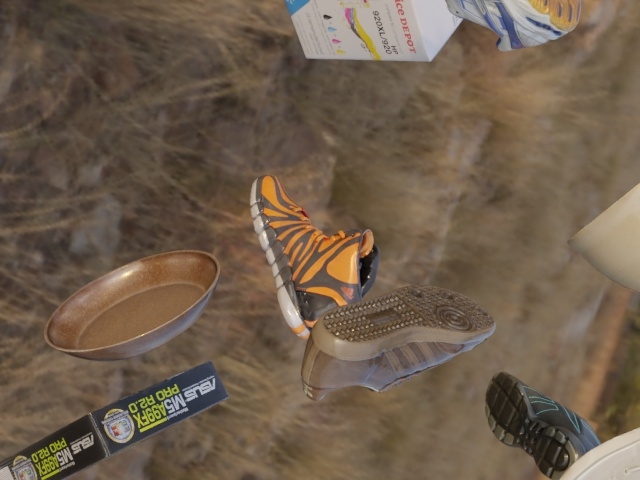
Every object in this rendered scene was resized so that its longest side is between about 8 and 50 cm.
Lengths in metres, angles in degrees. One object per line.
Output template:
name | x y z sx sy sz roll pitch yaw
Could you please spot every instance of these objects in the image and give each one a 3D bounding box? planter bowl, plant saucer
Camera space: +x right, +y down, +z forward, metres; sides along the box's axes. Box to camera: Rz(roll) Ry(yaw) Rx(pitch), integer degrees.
planter bowl | 0.323 -0.008 1.031 0.162 0.109 0.162 -38 173 -6
plant saucer | -0.195 0.075 1.201 0.198 0.199 0.036 -47 124 -47

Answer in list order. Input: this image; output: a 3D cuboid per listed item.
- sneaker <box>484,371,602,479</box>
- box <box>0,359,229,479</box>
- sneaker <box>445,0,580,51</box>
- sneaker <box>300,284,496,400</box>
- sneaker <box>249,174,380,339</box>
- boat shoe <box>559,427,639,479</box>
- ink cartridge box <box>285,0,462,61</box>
sneaker | 0.353 0.299 1.773 0.106 0.267 0.101 10 111 -29
box | -0.283 0.257 1.488 0.270 0.060 0.216 -31 172 39
sneaker | 0.177 -0.329 1.364 0.296 0.131 0.112 39 55 -23
sneaker | 0.059 0.084 0.915 0.188 0.066 0.071 -3 129 -38
sneaker | 0.000 0.000 1.914 0.180 0.321 0.124 -28 152 15
boat shoe | 0.299 0.213 1.020 0.066 0.184 0.063 52 16 -36
ink cartridge box | 0.086 -0.392 1.742 0.168 0.233 0.171 -55 138 -35
